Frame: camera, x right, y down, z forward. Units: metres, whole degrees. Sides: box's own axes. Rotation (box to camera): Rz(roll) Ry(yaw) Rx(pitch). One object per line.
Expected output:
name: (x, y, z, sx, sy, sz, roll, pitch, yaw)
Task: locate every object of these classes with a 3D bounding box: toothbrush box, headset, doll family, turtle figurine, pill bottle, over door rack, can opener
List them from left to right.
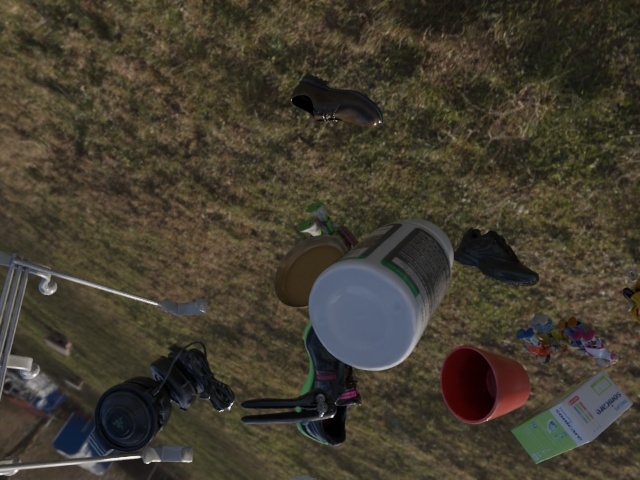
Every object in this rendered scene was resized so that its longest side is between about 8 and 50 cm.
over door rack: (-0.306, 0.168, 0.615, 0.108, 0.239, 0.324, -13, 156, 32)
headset: (-0.312, 0.332, 0.974, 0.185, 0.243, 0.394, 47, 129, 6)
can opener: (-0.056, 0.311, 0.876, 0.186, 0.059, 0.073, 2, 146, -29)
turtle figurine: (0.000, 0.000, 1.772, 0.275, 0.198, 0.266, 34, 164, 54)
pill bottle: (0.143, 0.081, 0.949, 0.204, 0.361, 0.204, 9, 111, 25)
toothbrush box: (0.743, 0.532, 1.435, 0.122, 0.206, 0.283, 55, 152, 24)
doll family: (0.703, 0.278, 1.348, 0.163, 0.118, 0.263, 45, 150, -23)

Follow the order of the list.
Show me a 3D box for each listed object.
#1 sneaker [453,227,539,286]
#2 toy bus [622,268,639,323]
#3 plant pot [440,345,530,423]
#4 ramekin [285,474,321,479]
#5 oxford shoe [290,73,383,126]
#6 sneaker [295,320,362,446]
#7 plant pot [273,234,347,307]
sneaker: (0.506, 0.043, 1.386, 0.109, 0.130, 0.286, 12, -168, -37)
toy bus: (0.998, 0.194, 1.475, 0.202, 0.104, 0.190, 173, 81, -84)
plant pot: (0.632, 0.536, 1.801, 0.243, 0.274, 0.275, 9, 156, -32)
ramekin: (-0.043, 0.725, 1.175, 0.277, 0.277, 0.135, -14, 126, 44)
oxford shoe: (0.033, -0.294, 1.086, 0.227, 0.096, 0.082, 24, 152, 22)
sneaker: (0.054, 0.405, 1.469, 0.202, 0.185, 0.482, 20, 111, 44)
plant pot: (-0.022, 0.088, 1.324, 0.236, 0.236, 0.032, -2, 143, 36)
